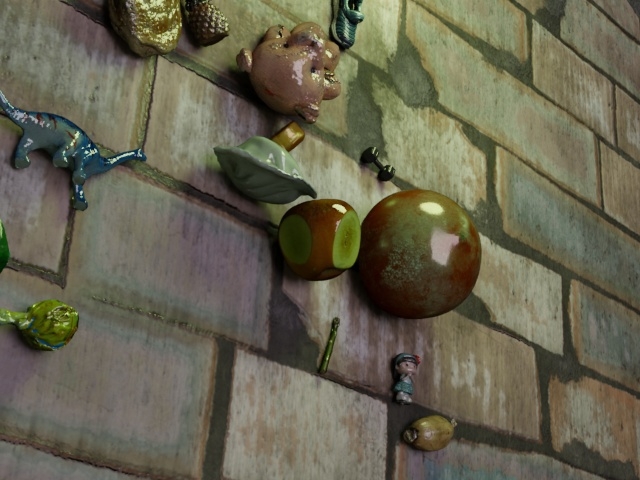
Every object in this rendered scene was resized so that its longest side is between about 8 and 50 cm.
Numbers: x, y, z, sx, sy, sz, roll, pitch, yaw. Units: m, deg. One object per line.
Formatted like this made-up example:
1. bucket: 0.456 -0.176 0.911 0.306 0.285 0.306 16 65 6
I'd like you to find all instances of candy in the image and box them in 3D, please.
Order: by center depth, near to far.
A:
1. candy: -0.468 0.105 1.457 0.262 0.073 0.077 16 91 -36

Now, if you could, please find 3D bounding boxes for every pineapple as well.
1. pineapple: -0.229 -0.442 1.912 0.074 0.074 0.159 -23 87 -49

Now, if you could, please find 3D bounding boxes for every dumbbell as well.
1. dumbbell: 0.125 -0.164 2.207 0.083 0.040 0.036 45 17 -26

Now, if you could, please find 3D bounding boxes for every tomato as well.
1. tomato: 0.210 0.025 2.089 0.270 0.222 0.270 23 57 -39

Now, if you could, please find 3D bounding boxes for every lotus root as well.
1. lotus root: 0.231 0.392 2.093 0.152 0.063 0.072 -6 70 -44

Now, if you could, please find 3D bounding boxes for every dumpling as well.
1. dumpling: -0.090 -0.136 1.877 0.219 0.152 0.108 23 59 -36

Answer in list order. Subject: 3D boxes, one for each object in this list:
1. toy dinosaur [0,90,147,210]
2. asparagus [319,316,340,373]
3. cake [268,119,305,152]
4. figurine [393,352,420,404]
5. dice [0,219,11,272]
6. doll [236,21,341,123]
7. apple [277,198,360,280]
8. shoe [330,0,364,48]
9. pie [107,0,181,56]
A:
1. toy dinosaur: -0.400 -0.141 1.609 0.329 0.076 0.144 26 51 -42
2. asparagus: 0.019 0.200 1.970 0.015 0.018 0.127 15 53 2
3. cake: -0.068 -0.193 1.977 0.044 0.084 0.084 53 44 -8
4. figurine: 0.175 0.280 2.085 0.060 0.047 0.106 17 67 -25
5. dice: -0.505 0.008 1.377 0.131 0.120 0.128 -25 76 -46
6. doll: -0.026 -0.368 2.034 0.201 0.156 0.303 39 41 -5
7. apple: 0.004 0.000 1.919 0.146 0.163 0.147 -3 82 -47
8. shoe: 0.064 -0.484 2.238 0.064 0.071 0.143 22 65 -40
9. pie: -0.302 -0.412 1.814 0.163 0.079 0.193 50 44 -36
